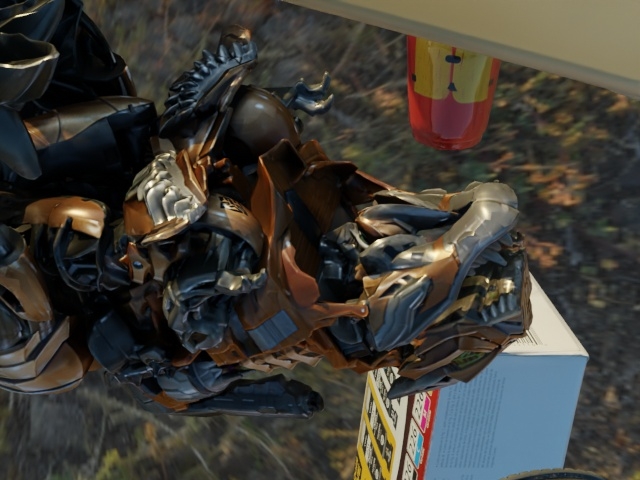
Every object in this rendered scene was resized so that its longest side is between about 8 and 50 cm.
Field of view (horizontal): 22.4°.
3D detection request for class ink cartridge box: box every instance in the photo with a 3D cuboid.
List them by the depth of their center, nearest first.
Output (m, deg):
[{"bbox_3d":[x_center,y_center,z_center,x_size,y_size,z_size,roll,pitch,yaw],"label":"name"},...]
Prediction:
[{"bbox_3d":[0.112,0.170,1.459,0.130,0.272,0.309,2,115,-13],"label":"ink cartridge box"}]

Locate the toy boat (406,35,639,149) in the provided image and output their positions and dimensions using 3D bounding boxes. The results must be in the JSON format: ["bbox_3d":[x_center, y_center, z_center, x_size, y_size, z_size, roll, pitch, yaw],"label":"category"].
[{"bbox_3d":[0.177,-0.158,0.994,0.318,0.267,0.148,-18,124,-36],"label":"toy boat"}]

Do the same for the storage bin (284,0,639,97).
[{"bbox_3d":[0.113,-0.196,0.634,0.262,0.123,0.260,18,111,20],"label":"storage bin"}]

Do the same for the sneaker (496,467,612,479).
[{"bbox_3d":[0.095,0.245,1.008,0.330,0.146,0.122,-13,124,-32],"label":"sneaker"}]

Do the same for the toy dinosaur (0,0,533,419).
[{"bbox_3d":[-0.095,-0.009,0.561,0.322,0.164,0.218,-12,131,-1],"label":"toy dinosaur"}]
